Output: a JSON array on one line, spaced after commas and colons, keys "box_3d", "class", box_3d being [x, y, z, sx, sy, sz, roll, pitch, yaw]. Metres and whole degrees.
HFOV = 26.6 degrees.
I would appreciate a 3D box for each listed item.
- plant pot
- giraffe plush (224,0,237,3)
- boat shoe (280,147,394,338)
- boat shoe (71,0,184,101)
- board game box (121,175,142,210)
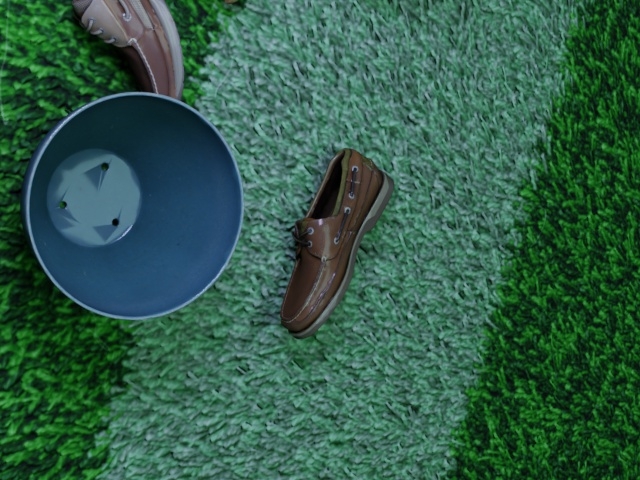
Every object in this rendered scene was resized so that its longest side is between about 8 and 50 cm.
[{"box_3d": [-0.273, -0.050, 1.803, 0.290, 0.195, 0.290, -3, 96, -27], "class": "plant pot"}, {"box_3d": [-0.143, -0.448, 1.880, 0.210, 0.181, 0.171, 14, 68, -28], "class": "giraffe plush"}, {"box_3d": [0.000, 0.000, 2.098, 0.104, 0.110, 0.307, 38, 65, -31], "class": "boat shoe"}, {"box_3d": [-0.279, -0.320, 1.822, 0.116, 0.123, 0.324, -26, 110, -21], "class": "boat shoe"}, {"box_3d": [-0.233, -0.072, 1.952, 0.090, 0.020, 0.090, 37, 75, -35], "class": "board game box"}]
